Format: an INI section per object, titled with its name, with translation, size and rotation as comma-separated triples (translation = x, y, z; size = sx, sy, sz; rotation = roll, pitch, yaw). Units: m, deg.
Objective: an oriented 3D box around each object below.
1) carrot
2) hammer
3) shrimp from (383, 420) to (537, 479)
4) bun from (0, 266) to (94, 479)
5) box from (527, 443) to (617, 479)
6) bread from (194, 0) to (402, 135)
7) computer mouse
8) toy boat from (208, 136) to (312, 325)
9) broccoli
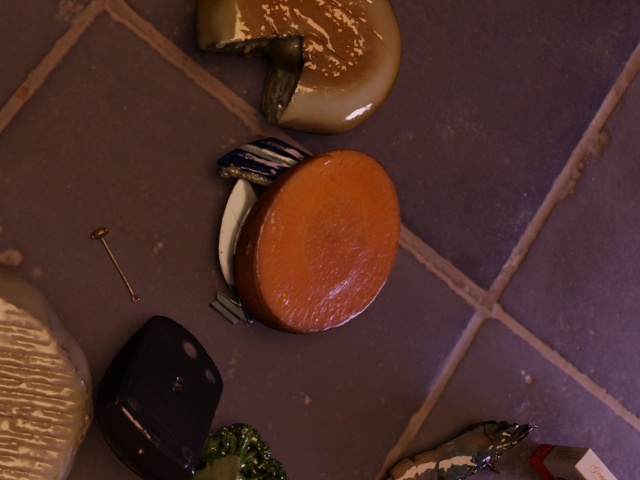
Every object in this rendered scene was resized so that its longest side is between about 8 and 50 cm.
[carrot]
translation = 0.000, 0.000, 1.803
size = 0.258, 0.100, 0.307
rotation = 47, 68, -32
[hammer]
translation = -0.304, 0.037, 1.768
size = 0.029, 0.014, 0.123
rotation = -29, 97, -12
[shrimp]
translation = 0.233, 0.399, 1.895
size = 0.289, 0.075, 0.178
rotation = -22, 99, -22
[bun]
translation = -0.477, 0.204, 1.581
size = 0.359, 0.211, 0.360
rotation = -2, 95, -18
[box]
translation = 0.414, 0.381, 1.918
size = 0.048, 0.152, 0.100
rotation = -42, 98, -17
[bread]
translation = -0.032, -0.319, 1.836
size = 0.333, 0.160, 0.333
rotation = 2, 84, -22
[computer mouse]
translation = -0.235, 0.229, 1.678
size = 0.100, 0.269, 0.170
rotation = -38, 106, 24
[toy boat]
translation = -0.066, -0.014, 1.839
size = 0.210, 0.070, 0.292
rotation = 1, 92, -22
[broccoli]
translation = -0.141, 0.354, 1.720
size = 0.195, 0.156, 0.195
rotation = -4, 61, 7
